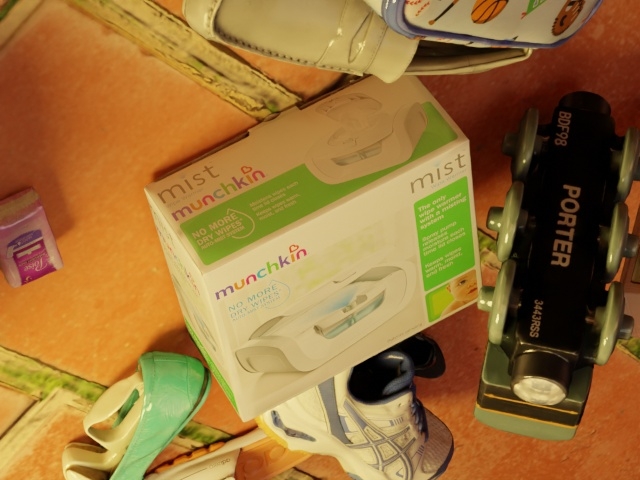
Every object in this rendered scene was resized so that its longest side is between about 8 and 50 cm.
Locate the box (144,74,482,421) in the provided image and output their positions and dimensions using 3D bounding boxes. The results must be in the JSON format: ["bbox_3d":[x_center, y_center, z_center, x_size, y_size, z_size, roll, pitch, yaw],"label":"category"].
[{"bbox_3d":[0.000,0.000,1.615,0.262,0.127,0.231,-26,143,-13],"label":"box"}]

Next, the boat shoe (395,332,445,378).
[{"bbox_3d":[0.098,0.119,1.884,0.049,0.042,0.133,-42,144,4],"label":"boat shoe"}]

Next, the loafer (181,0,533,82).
[{"bbox_3d":[0.040,-0.185,1.459,0.319,0.111,0.112,-6,133,-35],"label":"loafer"}]

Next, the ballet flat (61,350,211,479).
[{"bbox_3d":[-0.195,0.197,1.716,0.087,0.083,0.247,22,116,-22],"label":"ballet flat"}]

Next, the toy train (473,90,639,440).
[{"bbox_3d":[0.218,0.024,1.688,0.142,0.334,0.190,11,147,3],"label":"toy train"}]

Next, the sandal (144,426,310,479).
[{"bbox_3d":[-0.085,0.254,1.849,0.265,0.076,0.102,-28,141,-13],"label":"sandal"}]

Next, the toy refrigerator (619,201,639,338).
[{"bbox_3d":[0.371,-0.037,1.760,0.094,0.102,0.270,64,40,-53],"label":"toy refrigerator"}]

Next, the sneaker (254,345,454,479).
[{"bbox_3d":[0.064,0.173,1.827,0.131,0.112,0.296,-36,143,24],"label":"sneaker"}]

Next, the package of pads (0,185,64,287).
[{"bbox_3d":[-0.246,-0.002,1.491,0.050,0.032,0.083,-24,141,-12],"label":"package of pads"}]

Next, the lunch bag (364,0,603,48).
[{"bbox_3d":[0.140,-0.256,1.258,0.303,0.115,0.243,-5,134,-56],"label":"lunch bag"}]
